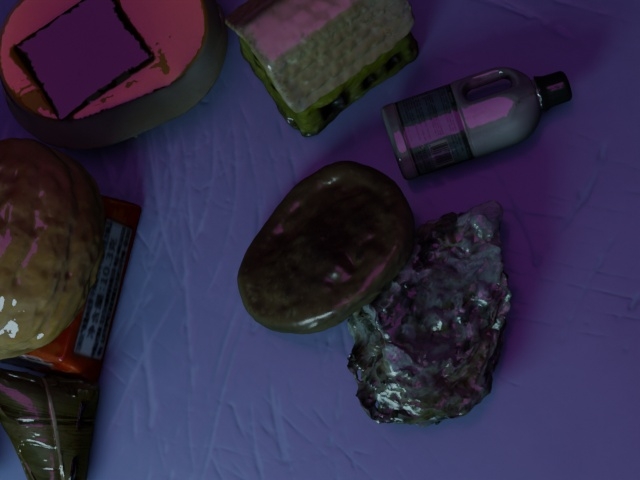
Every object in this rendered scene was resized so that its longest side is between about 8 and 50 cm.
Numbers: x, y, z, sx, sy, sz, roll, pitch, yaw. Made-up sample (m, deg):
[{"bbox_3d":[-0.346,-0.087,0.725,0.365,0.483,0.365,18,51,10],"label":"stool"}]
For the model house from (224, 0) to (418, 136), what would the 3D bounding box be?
[{"bbox_3d":[-0.005,-0.261,1.876,0.193,0.234,0.175,-35,75,1],"label":"model house"}]

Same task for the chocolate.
[{"bbox_3d":[-0.367,0.037,1.954,0.235,0.108,0.237,12,80,11],"label":"chocolate"}]

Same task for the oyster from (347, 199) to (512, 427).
[{"bbox_3d":[0.125,0.085,1.847,0.198,0.112,0.267,-1,76,11],"label":"oyster"}]

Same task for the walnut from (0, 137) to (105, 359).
[{"bbox_3d":[-0.357,0.012,1.798,0.224,0.257,0.257,4,78,43],"label":"walnut"}]

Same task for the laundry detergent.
[{"bbox_3d":[0.192,-0.152,1.900,0.226,0.070,0.099,-19,70,7],"label":"laundry detergent"}]

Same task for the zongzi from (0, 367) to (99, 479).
[{"bbox_3d":[-0.365,0.249,1.894,0.178,0.081,0.189,11,80,-19],"label":"zongzi"}]

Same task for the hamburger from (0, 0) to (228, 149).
[{"bbox_3d":[-0.261,-0.238,1.969,0.295,0.151,0.227,-19,82,-1],"label":"hamburger"}]

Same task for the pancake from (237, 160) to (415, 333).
[{"bbox_3d":[0.000,0.000,1.868,0.242,0.050,0.242,-19,50,24],"label":"pancake"}]
